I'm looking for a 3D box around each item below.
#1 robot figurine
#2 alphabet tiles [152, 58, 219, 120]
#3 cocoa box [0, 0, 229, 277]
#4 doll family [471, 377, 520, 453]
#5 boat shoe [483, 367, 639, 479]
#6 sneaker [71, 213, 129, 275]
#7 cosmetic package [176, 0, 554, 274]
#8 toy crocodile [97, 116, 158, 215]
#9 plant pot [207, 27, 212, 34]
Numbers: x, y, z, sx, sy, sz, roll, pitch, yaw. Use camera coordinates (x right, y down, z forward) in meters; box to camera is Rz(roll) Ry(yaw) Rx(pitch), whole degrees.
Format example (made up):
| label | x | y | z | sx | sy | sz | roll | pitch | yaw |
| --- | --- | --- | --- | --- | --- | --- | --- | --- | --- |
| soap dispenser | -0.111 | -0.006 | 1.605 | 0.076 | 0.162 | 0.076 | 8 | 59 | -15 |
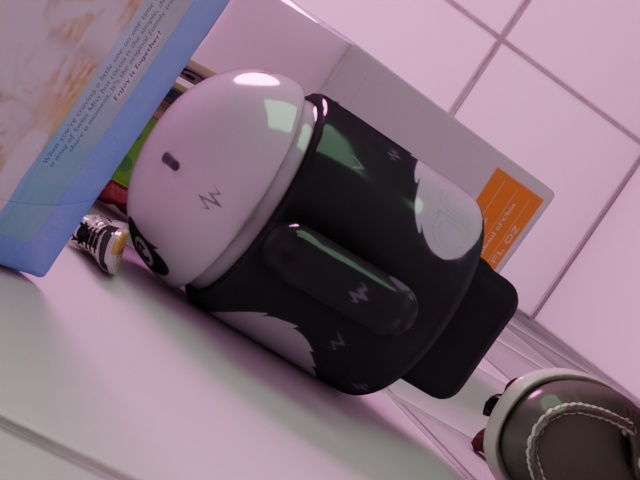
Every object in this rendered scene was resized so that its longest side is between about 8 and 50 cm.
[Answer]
| label | x | y | z | sx | sy | sz | roll | pitch | yaw |
| --- | --- | --- | --- | --- | --- | --- | --- | --- | --- |
| robot figurine | -0.002 | 0.001 | 1.059 | 0.278 | 0.173 | 0.209 | 32 | -33 | -18 |
| alphabet tiles | -0.153 | -0.133 | 1.195 | 0.198 | 0.009 | 0.237 | 28 | -12 | -12 |
| cocoa box | -0.175 | -0.196 | 0.757 | 0.228 | 0.347 | 0.231 | 36 | 5 | 27 |
| doll family | 0.183 | 0.164 | 1.270 | 0.111 | 0.076 | 0.193 | 31 | -2 | 18 |
| boat shoe | 0.232 | 0.184 | 1.134 | 0.305 | 0.109 | 0.091 | 35 | -2 | -44 |
| sneaker | -0.143 | 0.001 | 0.967 | 0.037 | 0.032 | 0.083 | 19 | 2 | -10 |
| cosmetic package | 0.035 | -0.058 | 1.542 | 0.161 | 0.230 | 0.453 | 38 | 7 | 36 |
| toy crocodile | -0.149 | -0.065 | 1.201 | 0.340 | 0.105 | 0.115 | 30 | -12 | -16 |
| plant pot | -0.165 | -0.175 | 1.539 | 0.187 | 0.167 | 0.188 | 2 | 15 | -16 |
